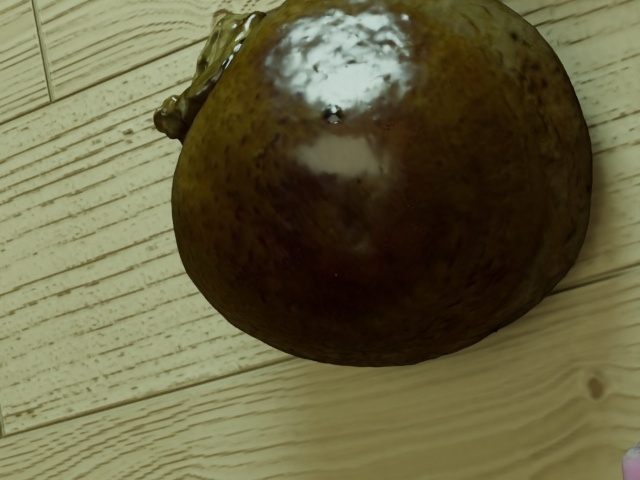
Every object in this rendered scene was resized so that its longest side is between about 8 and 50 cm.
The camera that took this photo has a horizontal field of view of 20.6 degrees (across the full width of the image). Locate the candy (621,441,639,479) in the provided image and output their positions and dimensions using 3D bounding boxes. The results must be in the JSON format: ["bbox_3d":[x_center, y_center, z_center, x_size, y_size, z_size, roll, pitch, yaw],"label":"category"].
[{"bbox_3d":[0.264,0.226,0.974,0.116,0.155,0.265,-16,80,37],"label":"candy"}]

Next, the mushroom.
[{"bbox_3d":[0.018,-0.048,1.130,0.283,0.195,0.263,28,111,32],"label":"mushroom"}]
